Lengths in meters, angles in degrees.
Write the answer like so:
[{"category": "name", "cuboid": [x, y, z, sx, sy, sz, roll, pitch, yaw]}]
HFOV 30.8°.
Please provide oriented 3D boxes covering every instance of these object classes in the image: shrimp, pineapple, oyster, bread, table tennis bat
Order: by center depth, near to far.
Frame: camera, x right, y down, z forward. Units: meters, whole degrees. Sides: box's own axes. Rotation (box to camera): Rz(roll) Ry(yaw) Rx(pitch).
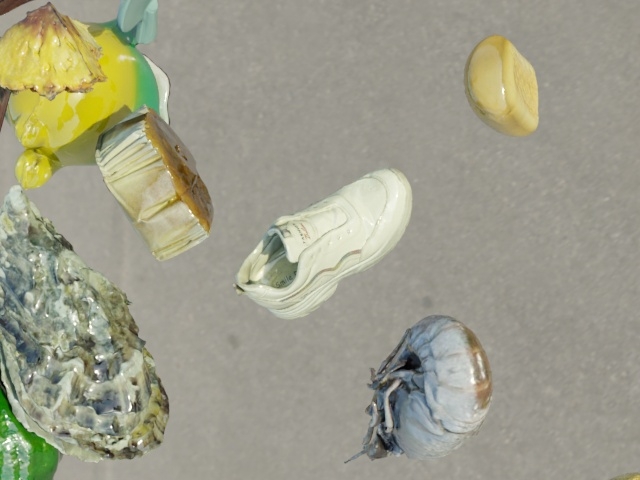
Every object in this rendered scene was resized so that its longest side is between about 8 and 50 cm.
[{"category": "pineapple", "cuboid": [-0.214, -0.161, 0.952, 0.114, 0.114, 0.077, 6, 109, 15]}, {"category": "shrimp", "cuboid": [0.102, 0.185, 1.308, 0.145, 0.116, 0.343, 55, 151, 16]}, {"category": "oyster", "cuboid": [-0.300, 0.102, 1.367, 0.158, 0.162, 0.351, -19, 96, 24]}, {"category": "table tennis bat", "cuboid": [-0.246, -0.346, 1.656, 0.040, 0.153, 0.244, 31, 161, -1]}, {"category": "bread", "cuboid": [-0.234, -0.088, 1.671, 0.110, 0.210, 0.192, -30, 106, 3]}, {"category": "bread", "cuboid": [0.299, -0.254, 1.947, 0.098, 0.217, 0.147, -1, 78, 23]}]

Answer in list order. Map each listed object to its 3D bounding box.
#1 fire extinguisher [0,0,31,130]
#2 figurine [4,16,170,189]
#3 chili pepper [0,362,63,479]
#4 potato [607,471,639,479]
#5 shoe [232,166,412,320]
[{"category": "fire extinguisher", "cuboid": [-0.331, -0.122, 1.070, 0.147, 0.106, 0.337, -15, 54, 30]}, {"category": "figurine", "cuboid": [-0.373, -0.227, 1.872, 0.231, 0.340, 0.324, 28, 98, 10]}, {"category": "chili pepper", "cuboid": [-0.400, 0.225, 1.430, 0.213, 0.167, 0.385, 179, 86, -74]}, {"category": "potato", "cuboid": [0.389, 0.373, 1.592, 0.170, 0.107, 0.080, -29, 82, 24]}, {"category": "shoe", "cuboid": [0.000, 0.000, 1.946, 0.342, 0.210, 0.132, -42, 67, 14]}]
